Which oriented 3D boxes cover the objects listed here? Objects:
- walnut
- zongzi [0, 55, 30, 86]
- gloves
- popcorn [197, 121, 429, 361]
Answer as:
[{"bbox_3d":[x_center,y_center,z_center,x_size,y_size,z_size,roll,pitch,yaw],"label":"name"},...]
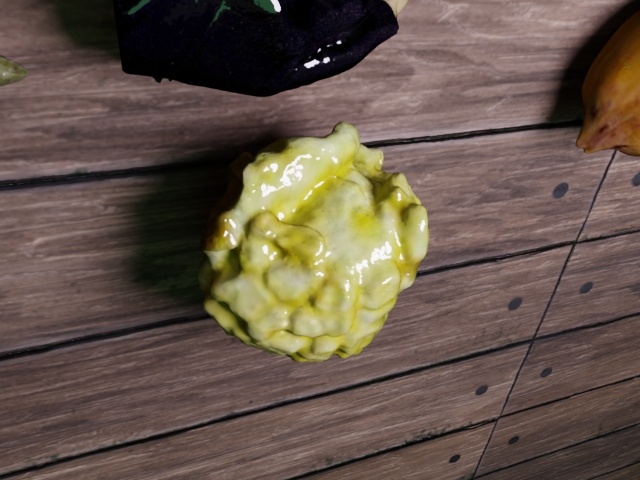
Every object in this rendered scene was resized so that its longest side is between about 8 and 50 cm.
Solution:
[{"bbox_3d":[0.469,-0.219,0.788,0.336,0.209,0.209,-36,134,6],"label":"walnut"},{"bbox_3d":[-0.454,-0.089,0.461,0.360,0.160,0.323,23,105,-46],"label":"zongzi"},{"bbox_3d":[-0.048,-0.215,0.589,0.301,0.152,0.197,-27,163,-23],"label":"gloves"},{"bbox_3d":[-0.009,-0.003,0.705,0.237,0.293,0.293,24,120,1],"label":"popcorn"}]
